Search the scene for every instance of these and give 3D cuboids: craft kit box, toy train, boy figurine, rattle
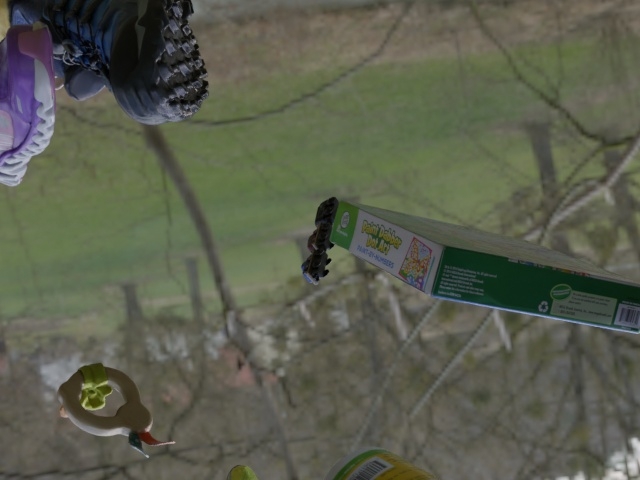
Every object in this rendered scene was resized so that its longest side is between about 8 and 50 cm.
[{"bbox_3d":[0.171,0.025,1.267,0.250,0.061,0.247,11,-175,-25],"label":"craft kit box"},{"bbox_3d":[0.000,0.000,1.558,0.036,0.027,0.158,-22,-147,27],"label":"toy train"},{"bbox_3d":[-0.324,-0.241,1.302,0.092,0.177,0.285,-40,-133,-20],"label":"boy figurine"},{"bbox_3d":[-0.332,0.302,1.925,0.142,0.200,0.130,-58,171,25],"label":"rattle"}]

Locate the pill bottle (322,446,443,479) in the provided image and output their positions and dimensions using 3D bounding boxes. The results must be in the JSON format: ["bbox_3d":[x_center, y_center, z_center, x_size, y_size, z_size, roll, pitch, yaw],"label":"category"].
[{"bbox_3d":[0.115,0.319,1.251,0.136,0.136,0.246,-8,-161,-40],"label":"pill bottle"}]

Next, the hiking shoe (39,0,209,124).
[{"bbox_3d":[-0.177,-0.174,1.052,0.132,0.113,0.304,-19,-148,3],"label":"hiking shoe"}]

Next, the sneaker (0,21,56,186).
[{"bbox_3d":[-0.293,-0.114,1.044,0.105,0.095,0.236,5,160,-24],"label":"sneaker"}]

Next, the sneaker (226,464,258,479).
[{"bbox_3d":[-0.054,0.383,1.660,0.094,0.208,0.081,-43,147,10],"label":"sneaker"}]
